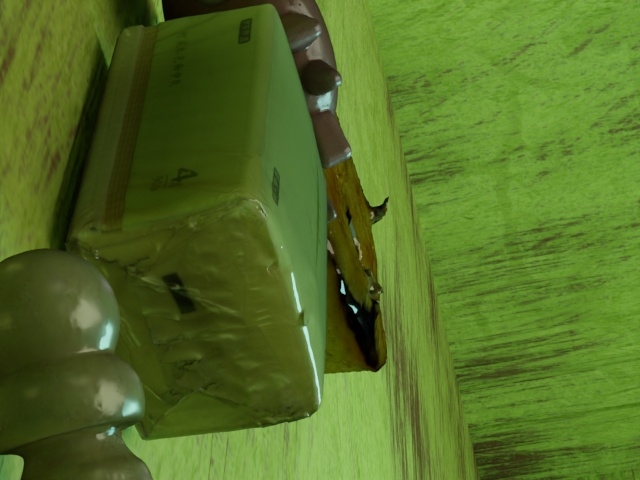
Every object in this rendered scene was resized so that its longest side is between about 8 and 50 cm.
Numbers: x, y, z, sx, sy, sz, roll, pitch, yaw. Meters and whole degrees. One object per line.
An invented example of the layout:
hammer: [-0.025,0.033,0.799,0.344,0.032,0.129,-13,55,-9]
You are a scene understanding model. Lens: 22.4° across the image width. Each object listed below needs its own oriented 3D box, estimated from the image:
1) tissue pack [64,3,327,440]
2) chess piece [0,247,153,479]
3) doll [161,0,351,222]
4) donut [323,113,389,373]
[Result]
tissue pack: [-0.065,-0.015,0.975,0.234,0.125,0.159,-87,164,-55]
chess piece: [-0.112,0.088,0.711,0.094,0.094,0.170,43,30,-77]
doll: [-0.048,-0.130,1.140,0.211,0.093,0.262,17,-50,57]
donut: [0.000,0.001,1.448,0.253,0.118,0.253,-8,90,-83]
